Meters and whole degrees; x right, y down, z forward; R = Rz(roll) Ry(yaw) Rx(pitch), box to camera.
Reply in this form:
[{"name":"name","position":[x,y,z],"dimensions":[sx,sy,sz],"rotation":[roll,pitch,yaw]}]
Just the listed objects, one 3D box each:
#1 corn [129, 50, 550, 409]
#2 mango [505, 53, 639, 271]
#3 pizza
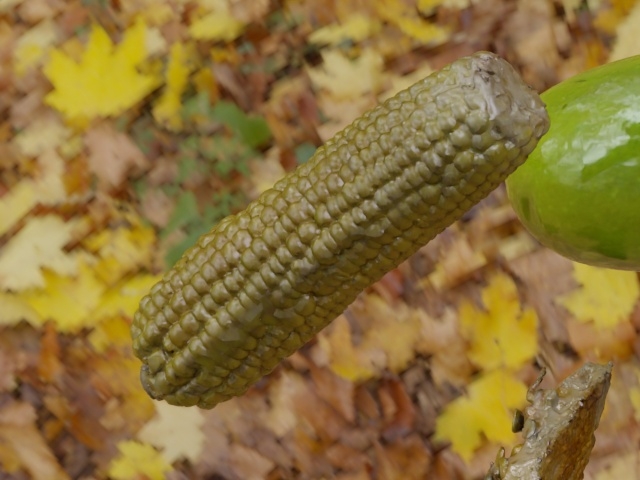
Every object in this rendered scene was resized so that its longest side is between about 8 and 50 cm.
[{"name":"corn","position":[0.000,0.000,1.191],"dimensions":[0.320,0.097,0.097],"rotation":[-38,57,26]},{"name":"mango","position":[0.297,-0.065,1.381],"dimensions":[0.343,0.192,0.156],"rotation":[-10,84,16]},{"name":"pizza","position":[0.145,0.185,1.431],"dimensions":[0.069,0.147,0.226],"rotation":[15,88,24]}]
